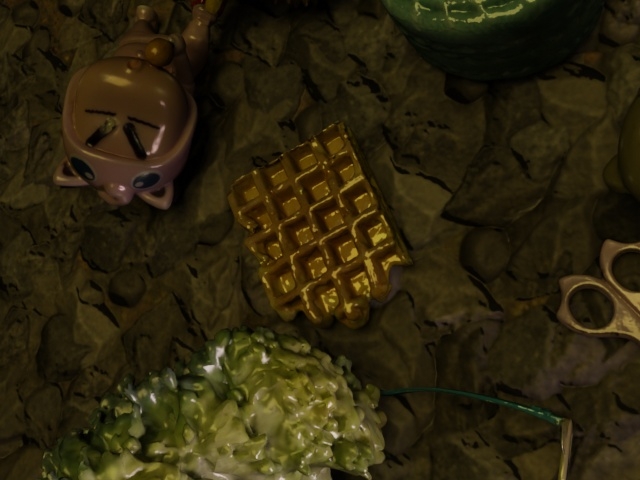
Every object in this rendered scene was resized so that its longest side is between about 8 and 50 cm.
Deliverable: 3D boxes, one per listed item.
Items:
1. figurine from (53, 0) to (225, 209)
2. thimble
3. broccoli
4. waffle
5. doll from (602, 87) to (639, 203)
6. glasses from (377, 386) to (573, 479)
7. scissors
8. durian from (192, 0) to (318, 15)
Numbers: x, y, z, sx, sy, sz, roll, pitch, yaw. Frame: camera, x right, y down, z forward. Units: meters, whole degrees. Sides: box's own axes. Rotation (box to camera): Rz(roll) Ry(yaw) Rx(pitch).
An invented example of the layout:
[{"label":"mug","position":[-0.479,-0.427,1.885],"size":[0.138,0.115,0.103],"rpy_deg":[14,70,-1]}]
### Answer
[{"label":"figurine","position":[-0.218,-0.185,0.880],"size":[0.176,0.186,0.287],"rpy_deg":[18,67,2]},{"label":"thimble","position":[0.164,-0.270,0.736],"size":[0.235,0.143,0.198],"rpy_deg":[10,81,25]},{"label":"broccoli","position":[-0.074,0.252,0.665],"size":[0.347,0.293,0.281],"rpy_deg":[-28,56,-26]},{"label":"waffle","position":[0.000,0.000,0.796],"size":[0.160,0.055,0.211],"rpy_deg":[-28,69,16]},{"label":"doll","position":[0.343,-0.071,0.560],"size":[0.177,0.261,0.161],"rpy_deg":[-38,106,3]},{"label":"glasses","position":[0.132,0.229,0.693],"size":[0.220,0.088,0.190],"rpy_deg":[14,85,47]},{"label":"scissors","position":[0.308,0.092,0.652],"size":[0.110,0.021,0.212],"rpy_deg":[-43,64,6]},{"label":"durian","position":[-0.051,-0.394,0.819],"size":[0.293,0.258,0.258],"rpy_deg":[-19,70,31]}]
